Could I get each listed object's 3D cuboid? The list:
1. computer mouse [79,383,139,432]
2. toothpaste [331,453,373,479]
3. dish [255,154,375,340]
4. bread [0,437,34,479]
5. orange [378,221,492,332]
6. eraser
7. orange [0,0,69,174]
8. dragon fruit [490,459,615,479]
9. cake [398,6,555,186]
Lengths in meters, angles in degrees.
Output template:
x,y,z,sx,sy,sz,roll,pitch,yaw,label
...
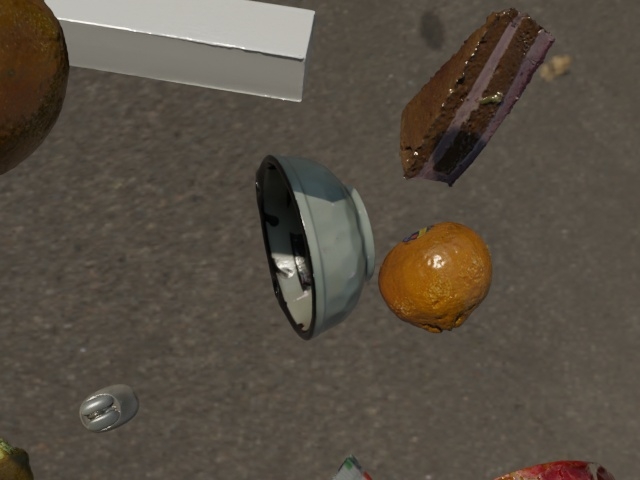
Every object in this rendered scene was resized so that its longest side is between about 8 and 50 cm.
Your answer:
x,y,z,sx,sy,sz,roll,pitch,yaw,label
-0.326,0.260,1.797,0.096,0.039,0.066,-21,87,-35,computer mouse
0.073,0.218,0.600,0.301,0.075,0.048,48,15,-34,toothpaste
0.000,0.000,1.676,0.120,0.303,0.303,-12,96,-14,dish
-0.389,0.291,1.285,0.140,0.069,0.128,-12,108,-39,bread
0.134,0.043,1.321,0.135,0.135,0.118,-36,106,-36,orange
-0.159,-0.230,1.306,0.298,0.076,0.078,8,55,1,eraser
-0.315,-0.140,0.972,0.206,0.206,0.206,3,86,-40,orange
0.306,0.367,1.477,0.261,0.163,0.189,27,99,-43,dragon fruit
0.221,-0.221,1.715,0.116,0.295,0.113,18,35,-29,cake
